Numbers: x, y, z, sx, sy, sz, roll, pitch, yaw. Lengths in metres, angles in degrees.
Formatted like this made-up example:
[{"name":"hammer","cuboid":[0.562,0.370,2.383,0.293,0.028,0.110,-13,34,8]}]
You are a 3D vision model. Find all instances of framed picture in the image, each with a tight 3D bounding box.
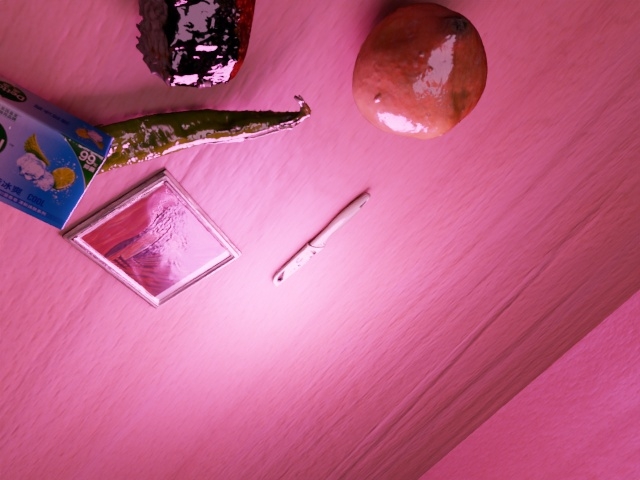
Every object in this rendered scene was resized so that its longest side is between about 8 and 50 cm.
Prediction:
[{"name":"framed picture","cuboid":[-0.297,0.013,1.043,0.216,0.016,0.273,-33,139,2]}]

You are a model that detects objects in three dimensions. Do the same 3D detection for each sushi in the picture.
[{"name":"sushi","cuboid":[-0.163,-0.312,0.718,0.126,0.136,0.225,-7,129,-36]}]

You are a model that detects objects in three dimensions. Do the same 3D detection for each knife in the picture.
[{"name":"knife","cuboid":[0.001,0.001,1.202,0.293,0.019,0.043,-42,139,13]}]

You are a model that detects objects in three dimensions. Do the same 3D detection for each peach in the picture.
[{"name":"peach","cuboid":[0.164,-0.269,0.889,0.233,0.232,0.232,-16,136,-16]}]

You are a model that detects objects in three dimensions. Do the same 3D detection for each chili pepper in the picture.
[{"name":"chili pepper","cuboid":[-0.194,-0.174,0.876,0.359,0.076,0.084,-14,140,-9]}]

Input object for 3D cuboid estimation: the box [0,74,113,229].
[{"name":"box","cuboid":[-0.407,-0.123,0.764,0.194,0.073,0.139,30,113,-25]}]
